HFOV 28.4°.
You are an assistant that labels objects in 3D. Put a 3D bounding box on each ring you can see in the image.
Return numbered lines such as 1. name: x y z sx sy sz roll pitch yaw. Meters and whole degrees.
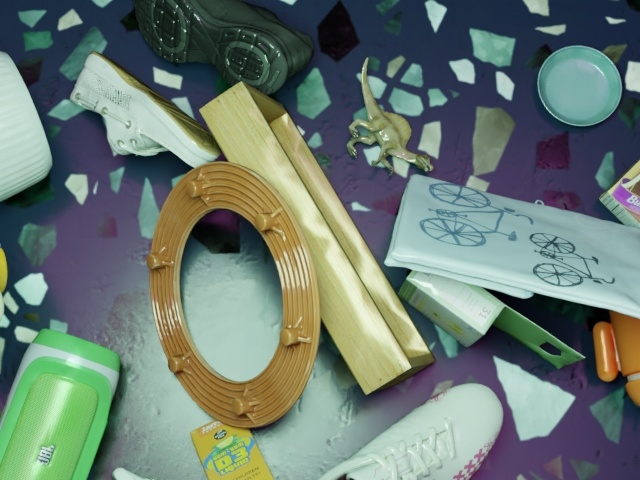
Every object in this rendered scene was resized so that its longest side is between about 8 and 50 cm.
1. ring: -0.122 0.070 1.576 0.032 0.336 0.336 -8 75 -41

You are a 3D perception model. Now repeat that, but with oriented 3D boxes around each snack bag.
1. snack bag: 0.261 0.008 1.600 0.343 0.323 0.037 13 110 3

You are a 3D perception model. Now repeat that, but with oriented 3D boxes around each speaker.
1. speaker: -0.355 0.268 1.606 0.131 0.131 0.296 18 78 2

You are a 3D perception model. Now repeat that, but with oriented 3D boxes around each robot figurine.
1. robot figurine: 0.454 0.132 1.662 0.158 0.128 0.219 -5 77 -20

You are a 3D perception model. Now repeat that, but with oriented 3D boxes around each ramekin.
1. ramekin: -0.433 -0.152 1.658 0.109 0.207 0.207 -24 80 -16

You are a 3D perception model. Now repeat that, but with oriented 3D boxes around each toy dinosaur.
1. toy dinosaur: 0.080 -0.155 1.760 0.093 0.053 0.183 -30 82 -25

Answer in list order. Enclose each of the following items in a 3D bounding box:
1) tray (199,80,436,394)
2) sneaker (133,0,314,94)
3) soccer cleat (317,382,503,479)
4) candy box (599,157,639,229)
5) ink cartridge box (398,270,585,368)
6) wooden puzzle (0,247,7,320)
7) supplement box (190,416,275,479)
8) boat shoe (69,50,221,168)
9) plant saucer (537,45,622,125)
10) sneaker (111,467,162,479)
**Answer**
1. tray: 0.000 0.000 1.632 0.076 0.203 0.411 -31 80 10
2. sneaker: -0.136 -0.292 1.752 0.286 0.109 0.130 33 37 20
3. soccer cleat: 0.102 0.294 1.601 0.331 0.143 0.116 -37 73 -9
4. candy box: 0.490 -0.033 1.739 0.109 0.053 0.186 -43 84 -10
5. ink cartridge box: 0.214 0.109 1.637 0.235 0.171 0.056 37 82 5
6. wooden puzzle: -0.499 0.005 1.594 0.080 0.322 0.347 -11 73 -41
7. supplement box: -0.092 0.307 1.558 0.078 0.233 0.080 -26 119 -8
8. boat shoe: -0.239 -0.152 1.689 0.277 0.098 0.096 38 96 38
9. plant saucer: 0.364 -0.216 1.789 0.119 0.021 0.119 0 77 -2
10. sneaker: -0.201 0.334 1.638 0.152 0.053 0.061 35 70 -1
